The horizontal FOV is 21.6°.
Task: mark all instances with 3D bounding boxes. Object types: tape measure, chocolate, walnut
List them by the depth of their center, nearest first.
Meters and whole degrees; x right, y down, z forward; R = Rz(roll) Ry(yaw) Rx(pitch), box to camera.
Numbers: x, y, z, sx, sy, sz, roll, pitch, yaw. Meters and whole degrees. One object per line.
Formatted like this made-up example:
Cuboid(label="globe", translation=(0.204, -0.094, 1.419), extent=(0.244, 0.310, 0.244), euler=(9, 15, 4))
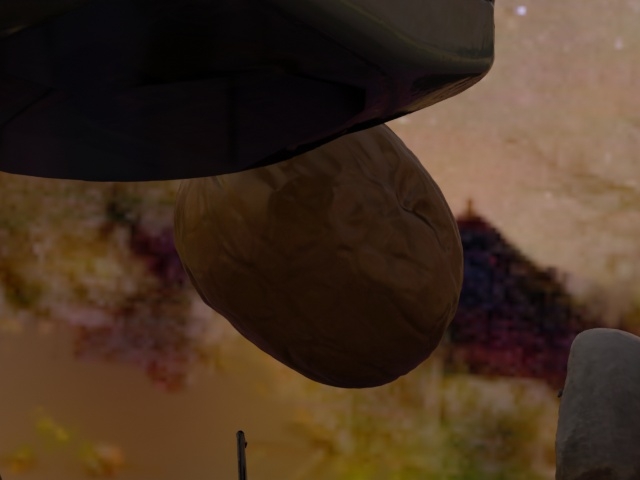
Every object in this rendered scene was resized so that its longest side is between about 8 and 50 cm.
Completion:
Cuboid(label="tape measure", translation=(-0.072, -0.120, 0.714), extent=(0.262, 0.138, 0.259), euler=(-11, -18, 30))
Cuboid(label="walnut", translation=(0.000, 0.000, 1.186), extent=(0.225, 0.193, 0.193), euler=(44, -23, -22))
Cuboid(label="chocolate", translation=(0.308, 0.199, 1.400), extent=(0.100, 0.185, 0.303), euler=(-19, -47, 40))

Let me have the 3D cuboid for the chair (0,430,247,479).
Cuboid(label="chair", translation=(-0.105, 0.256, 0.953), extent=(0.159, 0.172, 0.247), euler=(-9, 30, 3))
